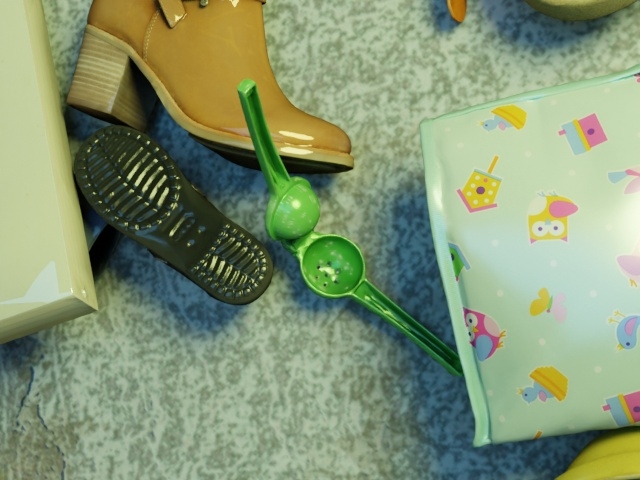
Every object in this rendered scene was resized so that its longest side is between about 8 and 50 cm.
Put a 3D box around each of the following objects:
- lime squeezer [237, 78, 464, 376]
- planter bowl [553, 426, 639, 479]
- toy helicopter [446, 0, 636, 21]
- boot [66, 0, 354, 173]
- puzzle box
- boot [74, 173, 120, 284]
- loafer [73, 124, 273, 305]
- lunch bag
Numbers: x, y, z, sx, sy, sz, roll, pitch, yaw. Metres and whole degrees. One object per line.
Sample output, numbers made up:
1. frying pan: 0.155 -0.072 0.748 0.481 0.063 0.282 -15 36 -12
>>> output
1. lime squeezer: 0.000 0.000 0.897 0.059 0.110 0.310 -41 113 -8
2. planter bowl: 0.250 0.198 0.813 0.217 0.217 0.090 -4 43 15
3. toy helicopter: 0.175 -0.338 0.908 0.235 0.140 0.355 -24 68 21
4. boot: -0.073 -0.184 0.966 0.283 0.109 0.220 19 86 23
5. puzzle box: -0.364 -0.085 0.995 0.272 0.052 0.409 -19 67 9
6. boot: -0.268 0.038 0.998 0.106 0.082 0.219 26 90 19
7. loafer: -0.131 -0.013 0.964 0.080 0.078 0.220 -44 74 -10
8. lunch bag: 0.201 0.007 0.834 0.223 0.160 0.262 -11 88 15
